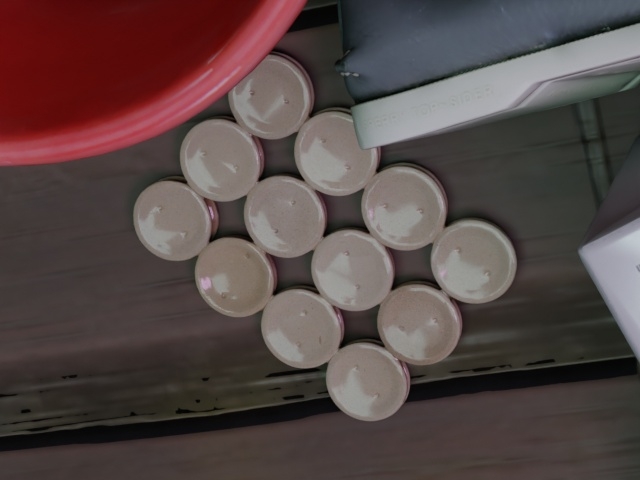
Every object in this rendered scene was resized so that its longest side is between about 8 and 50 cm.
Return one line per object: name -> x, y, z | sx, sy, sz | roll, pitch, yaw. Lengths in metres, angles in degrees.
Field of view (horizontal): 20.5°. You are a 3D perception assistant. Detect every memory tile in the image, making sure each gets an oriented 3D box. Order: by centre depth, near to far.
memory tile -> 0.000, 0.000, 0.754 | 0.148, 0.012, 0.113 | 39, 113, 2

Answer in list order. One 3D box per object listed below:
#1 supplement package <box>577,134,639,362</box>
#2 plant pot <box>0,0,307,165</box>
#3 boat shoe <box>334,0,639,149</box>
supplement package -> 0.245, 0.067, 0.609 | 0.175, 0.177, 0.293 | -28, 97, 22
plant pot -> -0.084, -0.192, 0.585 | 0.274, 0.243, 0.275 | 7, 116, 14
boat shoe -> 0.129, -0.113, 0.604 | 0.319, 0.116, 0.099 | -16, 88, 40
